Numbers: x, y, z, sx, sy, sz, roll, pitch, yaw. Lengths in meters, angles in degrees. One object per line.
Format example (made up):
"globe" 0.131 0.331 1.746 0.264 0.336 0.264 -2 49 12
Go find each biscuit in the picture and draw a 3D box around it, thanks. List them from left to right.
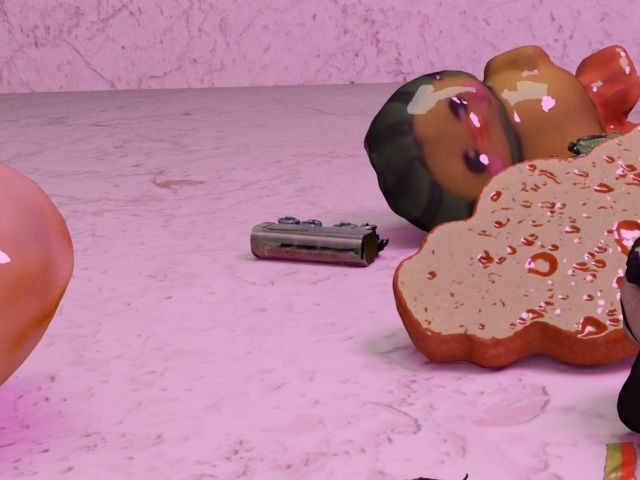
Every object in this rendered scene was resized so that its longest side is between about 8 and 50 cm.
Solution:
"biscuit" 0.219 0.004 0.886 0.334 0.047 0.202 -22 48 -6

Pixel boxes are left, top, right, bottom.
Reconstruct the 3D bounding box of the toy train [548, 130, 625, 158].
"toy train" 0.316 -0.025 1.045 0.188 0.132 0.243 8 19 21

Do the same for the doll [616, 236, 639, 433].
"doll" 0.263 0.062 0.661 0.143 0.135 0.234 0 4 -10

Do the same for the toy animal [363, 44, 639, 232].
"toy animal" 0.211 -0.105 1.284 0.338 0.216 0.191 -12 -11 -20

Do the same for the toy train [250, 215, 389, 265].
"toy train" 0.000 0.000 1.193 0.148 0.038 0.071 4 18 25

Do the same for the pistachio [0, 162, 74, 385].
"pistachio" -0.322 0.032 0.727 0.309 0.230 0.230 -9 15 -23

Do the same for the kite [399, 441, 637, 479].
"kite" 0.157 0.145 0.608 0.241 0.014 0.183 -1 13 15
